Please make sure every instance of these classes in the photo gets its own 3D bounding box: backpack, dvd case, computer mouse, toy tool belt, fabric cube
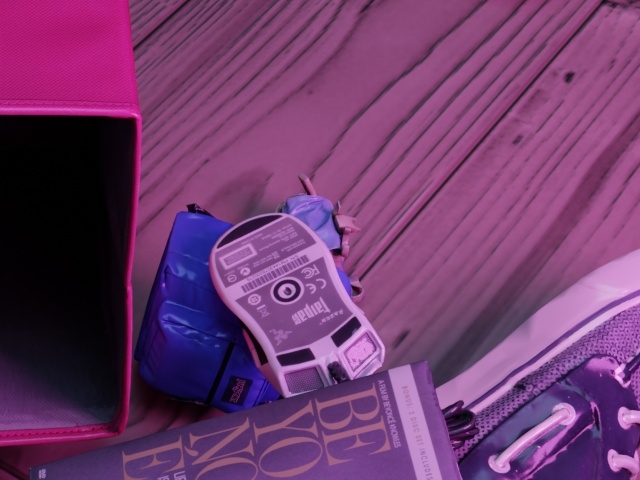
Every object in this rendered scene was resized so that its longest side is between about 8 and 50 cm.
[{"bbox_3d":[-0.046,0.055,1.208,0.120,0.098,0.101,17,50,-7],"label":"backpack"},{"bbox_3d":[-0.037,0.142,0.997,0.221,0.018,0.164,-15,35,1],"label":"dvd case"},{"bbox_3d":[0.001,0.061,1.117,0.106,0.042,0.193,-26,53,-8],"label":"computer mouse"},{"bbox_3d":[0.000,0.000,1.292,0.052,0.051,0.083,-13,50,-18],"label":"toy tool belt"},{"bbox_3d":[-0.237,-0.061,1.120,0.254,0.259,0.258,-1,45,-10],"label":"fabric cube"}]

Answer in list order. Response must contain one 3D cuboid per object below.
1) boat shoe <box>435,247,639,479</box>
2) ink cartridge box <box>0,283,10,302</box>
[{"bbox_3d":[0.144,0.136,1.144,0.340,0.127,0.158,-32,61,-20],"label":"boat shoe"},{"bbox_3d":[-0.328,0.043,1.219,0.224,0.045,0.223,-32,57,-30],"label":"ink cartridge box"}]
